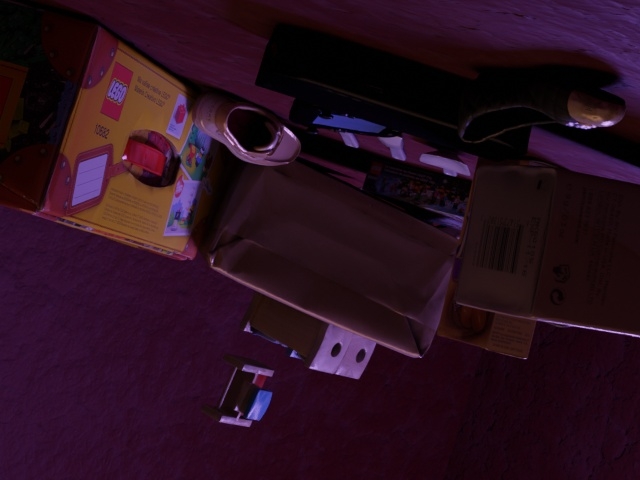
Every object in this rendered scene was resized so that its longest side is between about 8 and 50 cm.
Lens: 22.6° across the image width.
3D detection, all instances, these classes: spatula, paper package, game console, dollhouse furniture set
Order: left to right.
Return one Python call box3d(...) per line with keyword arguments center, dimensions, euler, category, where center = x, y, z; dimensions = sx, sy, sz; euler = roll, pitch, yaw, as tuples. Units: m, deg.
box3d(center=(-0.039, 0.174, 2.105), dimensions=(0.129, 0.183, 0.129), euler=(27, -176, 35), category="dollhouse furniture set")
box3d(center=(0.000, 0.000, 2.085), dimensions=(0.309, 0.168, 0.325), euler=(25, -178, -12), category="paper package")
box3d(center=(0.048, -0.109, 1.358), dimensions=(0.213, 0.044, 0.361), euler=(18, 179, -4), category="game console")
box3d(center=(0.084, -0.097, 1.741), dimensions=(0.168, 0.019, 0.242), euler=(16, 178, 6), category="spatula")

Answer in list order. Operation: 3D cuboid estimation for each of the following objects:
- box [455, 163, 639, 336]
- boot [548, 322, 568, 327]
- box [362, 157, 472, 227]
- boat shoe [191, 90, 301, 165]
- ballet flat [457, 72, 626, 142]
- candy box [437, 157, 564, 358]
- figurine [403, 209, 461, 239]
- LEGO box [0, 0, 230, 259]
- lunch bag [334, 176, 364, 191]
box3d(center=(0.286, 0.023, 1.329), dimensions=(0.311, 0.121, 0.148), euler=(10, 179, -20), category="box")
box3d(center=(0.347, 0.071, 2.101), dimensions=(0.246, 0.083, 0.161), euler=(18, -145, 16), category="boot")
box3d(center=(0.174, -0.044, 2.041), dimensions=(0.159, 0.044, 0.233), euler=(17, 178, 28), category="box")
box3d(center=(-0.074, -0.119, 1.826), dimensions=(0.059, 0.063, 0.170), euler=(23, -178, 40), category="boat shoe")
box3d(center=(0.149, -0.085, 1.077), dimensions=(0.057, 0.049, 0.173), euler=(17, 178, -24), category="ballet flat")
box3d(center=(0.178, 0.014, 1.569), dimensions=(0.053, 0.186, 0.109), euler=(15, 178, -23), category="candy box")
box3d(center=(0.231, 0.010, 2.576), dimensions=(0.209, 0.092, 0.215), euler=(23, 174, -33), category="figurine")
box3d(center=(-0.349, -0.138, 1.768), dimensions=(0.372, 0.193, 0.500), euler=(17, 178, 13), category="LEGO box")
box3d(center=(-0.125, -0.061, 2.388), dimensions=(0.287, 0.169, 0.235), euler=(13, -178, -44), category="lunch bag")
